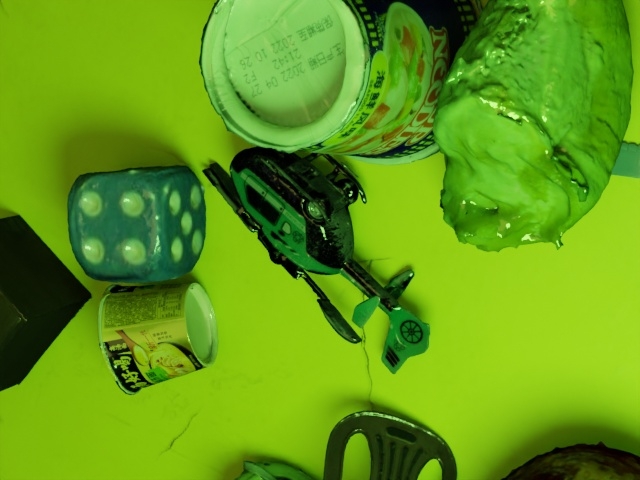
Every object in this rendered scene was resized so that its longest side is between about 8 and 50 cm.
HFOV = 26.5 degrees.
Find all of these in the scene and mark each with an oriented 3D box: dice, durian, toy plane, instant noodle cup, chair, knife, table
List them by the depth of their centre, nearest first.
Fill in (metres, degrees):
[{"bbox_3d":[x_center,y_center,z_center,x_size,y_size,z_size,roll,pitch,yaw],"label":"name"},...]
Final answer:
[{"bbox_3d":[0.242,-0.162,1.500,0.204,0.256,0.339,22,78,25],"label":"durian"},{"bbox_3d":[0.017,-0.210,1.549,0.284,0.312,0.284,4,99,23],"label":"instant noodle cup"},{"bbox_3d":[0.310,-0.100,1.604,0.313,0.019,0.044,9,99,20],"label":"knife"},{"bbox_3d":[0.054,0.391,1.657,0.176,0.326,0.183,21,129,-4],"label":"chair"},{"bbox_3d":[0.000,0.000,1.708,0.382,0.106,0.155,42,129,10],"label":"toy plane"},{"bbox_3d":[-0.240,-0.026,1.785,0.146,0.143,0.146,2,99,23],"label":"dice"},{"bbox_3d":[-0.211,0.121,1.805,0.122,0.151,0.151,-12,94,13],"label":"instant noodle cup"},{"bbox_3d":[-0.467,0.099,1.888,0.169,0.172,0.193,47,113,10],"label":"table"}]

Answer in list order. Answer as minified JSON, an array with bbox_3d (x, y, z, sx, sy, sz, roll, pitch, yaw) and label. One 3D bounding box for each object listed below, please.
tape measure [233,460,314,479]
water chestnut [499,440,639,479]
[{"bbox_3d":[-0.053,0.358,1.765,0.177,0.154,0.087,27,128,23],"label":"tape measure"},{"bbox_3d":[0.296,0.414,1.534,0.350,0.302,0.350,2,95,23],"label":"water chestnut"}]
